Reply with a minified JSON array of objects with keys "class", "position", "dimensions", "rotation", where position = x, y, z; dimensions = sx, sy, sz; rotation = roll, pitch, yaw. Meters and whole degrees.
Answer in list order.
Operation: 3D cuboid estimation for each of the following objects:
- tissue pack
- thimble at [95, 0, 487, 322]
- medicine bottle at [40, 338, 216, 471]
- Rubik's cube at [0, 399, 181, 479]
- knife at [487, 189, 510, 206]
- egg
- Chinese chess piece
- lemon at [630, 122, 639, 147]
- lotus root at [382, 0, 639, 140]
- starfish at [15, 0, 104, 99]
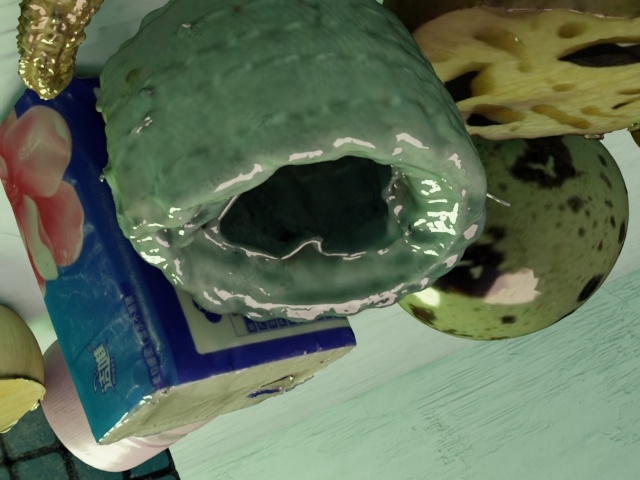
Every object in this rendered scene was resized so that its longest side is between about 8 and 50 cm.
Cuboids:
[{"class":"tissue pack","position":[-0.120,0.008,0.640],"dimensions":[0.209,0.269,0.137],"rotation":[-8,154,-44]},{"class":"thimble","position":[-0.020,-0.061,0.515],"dimensions":[0.250,0.172,0.205],"rotation":[8,139,-31]},{"class":"medicine bottle","position":[-0.172,0.129,0.978],"dimensions":[0.316,0.202,0.202],"rotation":[-35,159,19]},{"class":"Rubik's cube","position":[-0.433,0.459,1.260],"dimensions":[0.337,0.344,0.344],"rotation":[-10,156,-41]},{"class":"knife","position":[0.094,-0.085,0.784],"dimensions":[0.058,0.244,0.032],"rotation":[24,100,-36]},{"class":"egg","position":[0.228,-0.024,0.991],"dimensions":[0.379,0.287,0.287],"rotation":[-8,152,-47]},{"class":"Chinese chess piece","position":[-0.437,0.166,0.869],"dimensions":[0.257,0.104,0.257],"rotation":[-24,161,-9]},{"class":"lemon","position":[0.499,-0.198,1.010],"dimensions":[0.253,0.228,0.228],"rotation":[-4,150,-46]},{"class":"lotus root","position":[0.204,-0.163,0.659],"dimensions":[0.390,0.111,0.375],"rotation":[-4,176,40]},{"class":"starfish","position":[-0.070,-0.217,0.361],"dimensions":[0.293,0.084,0.301],"rotation":[-46,172,-8]}]
